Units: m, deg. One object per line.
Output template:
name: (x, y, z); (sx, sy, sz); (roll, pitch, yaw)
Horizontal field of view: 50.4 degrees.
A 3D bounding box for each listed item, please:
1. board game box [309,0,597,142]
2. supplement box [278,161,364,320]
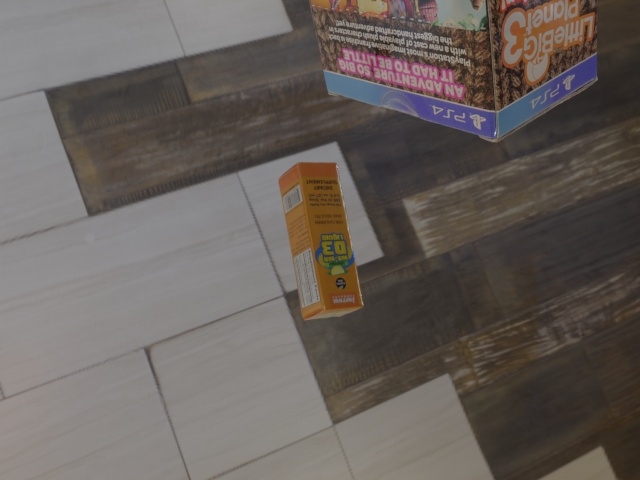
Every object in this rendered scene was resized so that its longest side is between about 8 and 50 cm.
board game box: (0.100, -0.266, 0.587); (0.141, 0.232, 0.291); (-31, 127, -25)
supplement box: (0.000, 0.000, 1.047); (0.078, 0.080, 0.233); (-3, 77, -31)
